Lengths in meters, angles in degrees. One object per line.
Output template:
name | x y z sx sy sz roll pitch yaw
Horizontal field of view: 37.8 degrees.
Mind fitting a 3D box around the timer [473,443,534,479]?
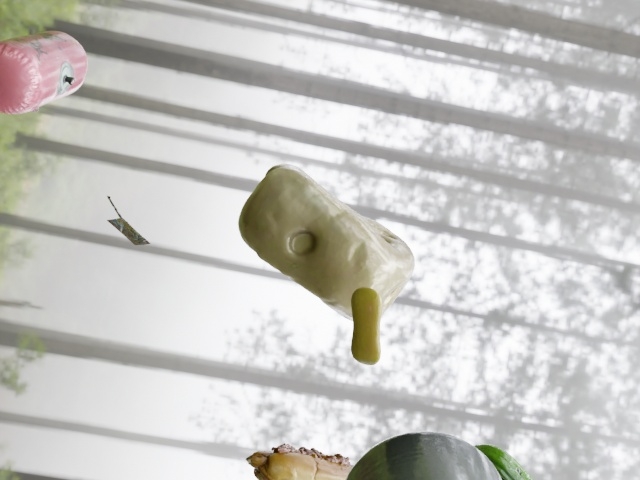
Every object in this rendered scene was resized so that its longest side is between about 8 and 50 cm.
timer | 0.272 0.376 1.466 0.047 0.128 0.140 -45 -174 -30

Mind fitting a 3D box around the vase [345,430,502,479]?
vase | 0.106 0.314 0.828 0.321 0.173 0.173 -90 -169 -75

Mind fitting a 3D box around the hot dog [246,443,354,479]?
hot dog | 0.000 0.370 1.481 0.102 0.249 0.076 -12 -118 67

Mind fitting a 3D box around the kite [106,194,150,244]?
kite | -0.174 -0.018 0.808 0.002 0.044 0.078 -56 137 -22

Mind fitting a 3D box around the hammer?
hammer | -0.157 -0.093 0.515 0.083 0.043 0.043 -66 169 -72

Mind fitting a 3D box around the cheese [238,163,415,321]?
cheese | 0.000 0.000 1.107 0.117 0.218 0.235 -55 -152 1

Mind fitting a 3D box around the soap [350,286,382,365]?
soap | 0.047 0.089 0.960 0.012 0.034 0.089 -47 140 -60
